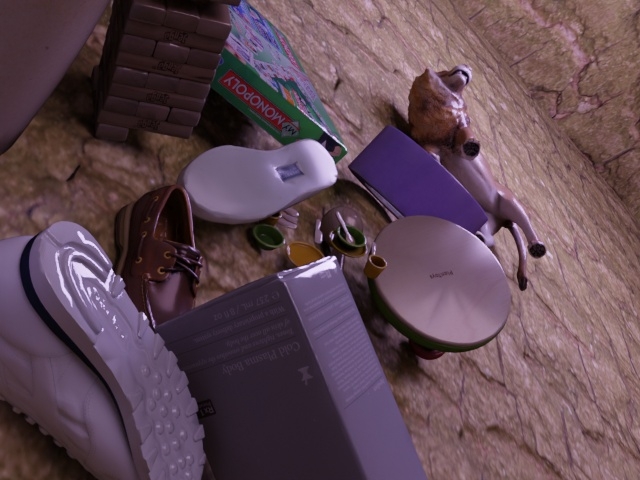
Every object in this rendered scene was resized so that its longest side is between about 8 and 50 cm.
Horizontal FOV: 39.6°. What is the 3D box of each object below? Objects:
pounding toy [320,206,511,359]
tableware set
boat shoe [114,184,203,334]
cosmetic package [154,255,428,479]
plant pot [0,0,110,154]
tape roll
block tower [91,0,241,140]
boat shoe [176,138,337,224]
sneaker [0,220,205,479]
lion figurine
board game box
[{"bbox_3d":[0.101,0.067,1.079,0.237,0.110,0.183,14,51,-14],"label":"pounding toy"},{"bbox_3d":[0.000,0.000,0.976,0.154,0.024,0.104,22,35,-11],"label":"tableware set"},{"bbox_3d":[-0.130,0.024,0.734,0.064,0.060,0.178,32,33,-40],"label":"boat shoe"},{"bbox_3d":[-0.012,0.145,0.671,0.107,0.127,0.238,-16,83,-64],"label":"cosmetic package"},{"bbox_3d":[-0.235,-0.234,0.620,0.256,0.274,0.256,40,29,-27],"label":"plant pot"},{"bbox_3d":[0.131,-0.064,1.203,0.189,0.080,0.189,43,1,-1],"label":"tape roll"},{"bbox_3d":[-0.114,-0.232,0.753,0.097,0.335,0.091,8,46,-24],"label":"block tower"},{"bbox_3d":[-0.072,-0.050,0.909,0.227,0.081,0.079,-19,79,-53],"label":"boat shoe"},{"bbox_3d":[-0.153,0.098,0.584,0.090,0.095,0.235,-78,148,-64],"label":"sneaker"},{"bbox_3d":[0.269,-0.116,1.575,0.392,0.142,0.240,62,14,-18],"label":"lion figurine"},{"bbox_3d":[-0.092,-0.230,1.070,0.213,0.046,0.317,37,18,-36],"label":"board game box"}]
